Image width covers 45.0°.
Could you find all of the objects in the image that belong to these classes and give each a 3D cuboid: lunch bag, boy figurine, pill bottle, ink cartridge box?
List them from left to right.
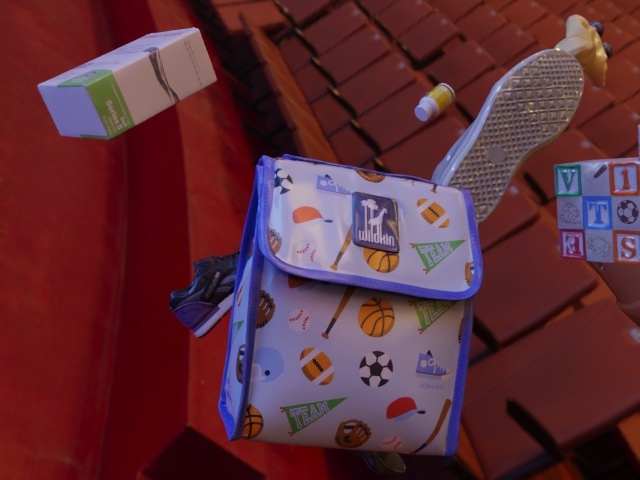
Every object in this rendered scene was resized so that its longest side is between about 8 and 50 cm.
[{"bbox_3d":[-0.369,-0.305,1.497,0.198,0.272,0.115,11,-51,46],"label":"ink cartridge box"},{"bbox_3d":[0.041,0.089,1.091,0.327,0.386,0.239,9,-2,-14],"label":"lunch bag"},{"bbox_3d":[0.315,-0.381,2.145,0.065,0.116,0.065,35,-30,24],"label":"pill bottle"},{"bbox_3d":[0.600,-0.425,1.755,0.285,0.092,0.177,-38,104,-55],"label":"boy figurine"}]

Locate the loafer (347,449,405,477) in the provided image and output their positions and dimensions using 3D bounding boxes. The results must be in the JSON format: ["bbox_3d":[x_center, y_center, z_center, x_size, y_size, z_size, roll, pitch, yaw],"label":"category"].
[{"bbox_3d":[0.115,0.419,1.546,0.170,0.061,0.062,37,38,-23],"label":"loafer"}]

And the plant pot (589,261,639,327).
[{"bbox_3d":[0.653,0.001,1.525,0.203,0.291,0.291,40,14,1],"label":"plant pot"}]

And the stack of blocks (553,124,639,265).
[{"bbox_3d":[0.428,-0.058,0.926,0.087,0.171,0.297,-9,7,-33],"label":"stack of blocks"}]

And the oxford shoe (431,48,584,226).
[{"bbox_3d":[0.362,-0.204,1.545,0.169,0.449,0.130,39,-11,-7],"label":"oxford shoe"}]

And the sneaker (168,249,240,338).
[{"bbox_3d":[-0.203,0.068,1.641,0.124,0.283,0.107,45,-3,-10],"label":"sneaker"}]
